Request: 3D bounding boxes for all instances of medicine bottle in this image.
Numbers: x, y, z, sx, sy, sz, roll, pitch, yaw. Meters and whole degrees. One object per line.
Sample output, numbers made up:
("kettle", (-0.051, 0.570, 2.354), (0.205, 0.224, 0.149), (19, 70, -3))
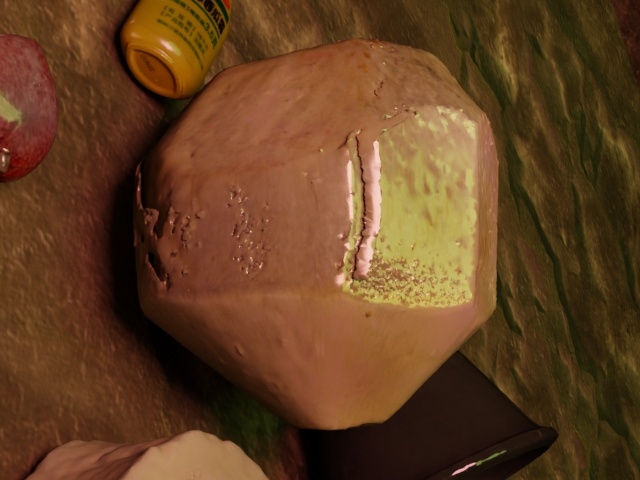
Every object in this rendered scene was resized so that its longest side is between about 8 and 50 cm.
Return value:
("medicine bottle", (-0.119, -0.248, 1.214), (0.095, 0.064, 0.260), (46, 43, -26))

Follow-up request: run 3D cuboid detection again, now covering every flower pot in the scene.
("flower pot", (0.090, 0.197, 1.249), (0.269, 0.269, 0.166), (4, 53, -55))

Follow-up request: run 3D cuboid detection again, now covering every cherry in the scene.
("cherry", (-0.267, -0.064, 0.922), (0.107, 0.090, 0.226), (55, 47, -48))

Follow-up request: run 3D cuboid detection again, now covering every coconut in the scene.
("coconut", (0.000, 0.000, 1.084), (0.352, 0.352, 0.353), (24, 60, -50))

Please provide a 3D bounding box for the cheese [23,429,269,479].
("cheese", (-0.132, 0.318, 0.925), (0.292, 0.153, 0.332), (-26, 100, -56))
